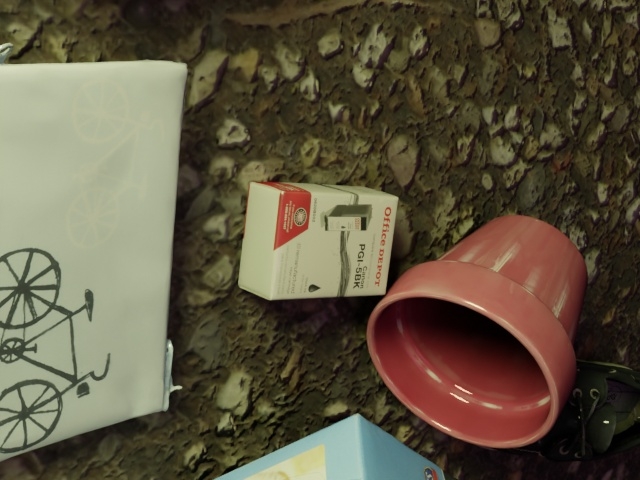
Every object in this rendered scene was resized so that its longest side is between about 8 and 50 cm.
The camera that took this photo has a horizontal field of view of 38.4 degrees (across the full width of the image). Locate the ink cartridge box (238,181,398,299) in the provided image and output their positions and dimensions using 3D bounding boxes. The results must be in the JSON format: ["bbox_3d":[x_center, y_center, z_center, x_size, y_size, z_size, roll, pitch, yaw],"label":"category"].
[{"bbox_3d":[0.000,0.000,0.840,0.135,0.056,0.099,-1,102,-37],"label":"ink cartridge box"}]

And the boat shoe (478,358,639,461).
[{"bbox_3d":[0.317,0.210,1.106,0.340,0.113,0.127,11,95,-39],"label":"boat shoe"}]

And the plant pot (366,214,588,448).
[{"bbox_3d":[0.176,0.075,0.922,0.180,0.201,0.201,-47,127,-38],"label":"plant pot"}]

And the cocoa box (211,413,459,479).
[{"bbox_3d":[0.020,0.364,0.736,0.231,0.347,0.228,-30,131,25],"label":"cocoa box"}]

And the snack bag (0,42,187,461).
[{"bbox_3d":[-0.241,0.022,0.639,0.343,0.037,0.323,-13,119,-40],"label":"snack bag"}]
